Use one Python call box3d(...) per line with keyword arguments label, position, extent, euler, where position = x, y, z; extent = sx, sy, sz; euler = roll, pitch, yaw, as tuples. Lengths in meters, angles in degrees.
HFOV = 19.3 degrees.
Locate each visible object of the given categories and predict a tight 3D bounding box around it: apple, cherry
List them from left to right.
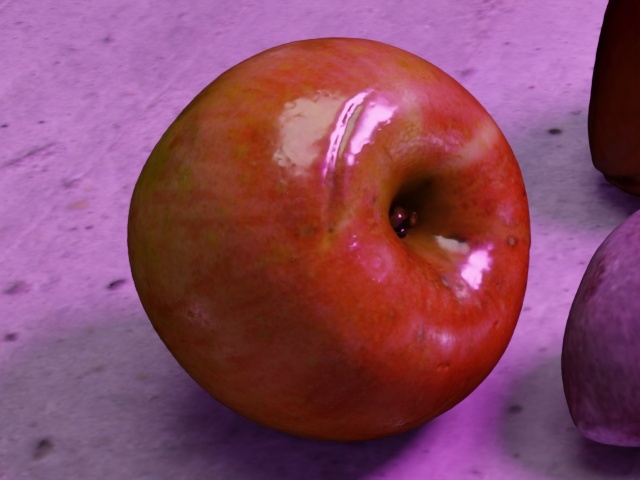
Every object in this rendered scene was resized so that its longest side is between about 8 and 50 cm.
box3d(label="apple", position=(0.000, 0.000, 0.911), extent=(0.196, 0.196, 0.196), euler=(-4, 28, 2))
box3d(label="cherry", position=(0.161, 0.034, 0.920), extent=(0.188, 0.115, 0.148), euler=(23, 77, 53))

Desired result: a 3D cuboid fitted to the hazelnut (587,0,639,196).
box3d(label="hazelnut", position=(0.240, -0.102, 1.088), extent=(0.208, 0.208, 0.208), euler=(-4, 28, 2))
